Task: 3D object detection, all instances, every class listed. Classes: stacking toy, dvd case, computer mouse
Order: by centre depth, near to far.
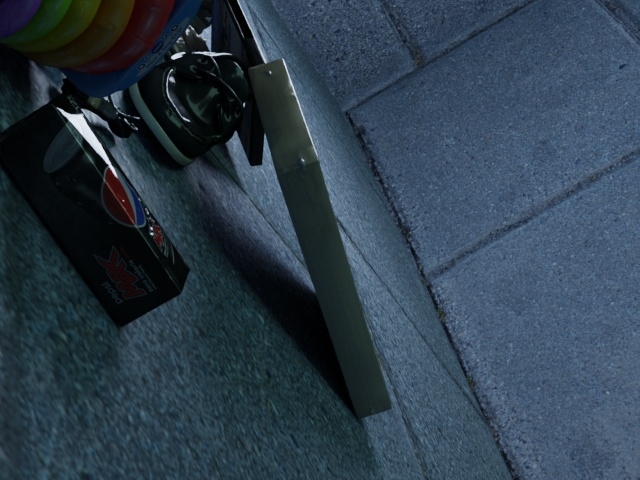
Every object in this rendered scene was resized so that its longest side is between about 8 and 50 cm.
[{"bbox_3d":[-0.234,-0.208,0.759,0.166,0.175,0.302,49,21,8],"label":"stacking toy"},{"bbox_3d":[-0.239,-0.193,0.980,0.106,0.042,0.193,25,41,-67],"label":"computer mouse"},{"bbox_3d":[-0.123,-0.258,1.482,0.180,0.022,0.253,98,-23,-46],"label":"dvd case"}]

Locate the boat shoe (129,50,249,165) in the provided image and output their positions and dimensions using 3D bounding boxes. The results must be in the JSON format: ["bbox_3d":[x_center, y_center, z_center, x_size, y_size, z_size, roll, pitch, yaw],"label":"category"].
[{"bbox_3d":[-0.141,-0.179,1.231,0.127,0.113,0.340,58,9,-6],"label":"boat shoe"}]

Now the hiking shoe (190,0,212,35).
[{"bbox_3d":[-0.210,-0.444,1.706,0.086,0.114,0.227,48,15,-56],"label":"hiking shoe"}]

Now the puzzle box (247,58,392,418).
[{"bbox_3d":[0.000,0.000,1.303,0.272,0.052,0.409,-107,180,-53],"label":"puzzle box"}]

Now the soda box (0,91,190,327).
[{"bbox_3d":[-0.168,-0.023,0.749,0.169,0.060,0.053,57,10,-16],"label":"soda box"}]

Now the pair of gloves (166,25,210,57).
[{"bbox_3d":[-0.227,-0.352,1.523,0.240,0.042,0.204,65,8,11],"label":"pair of gloves"}]
